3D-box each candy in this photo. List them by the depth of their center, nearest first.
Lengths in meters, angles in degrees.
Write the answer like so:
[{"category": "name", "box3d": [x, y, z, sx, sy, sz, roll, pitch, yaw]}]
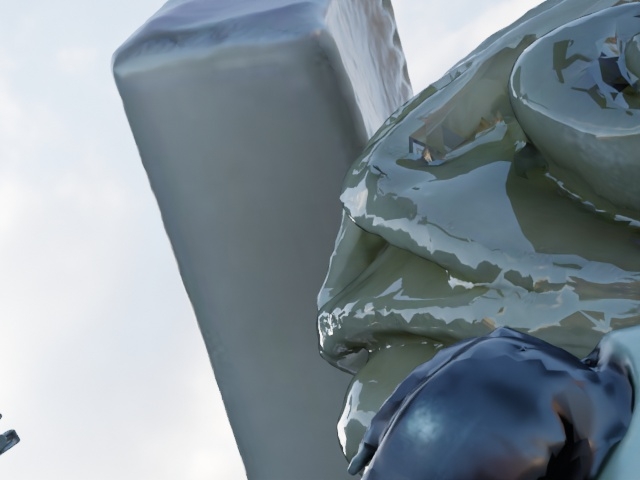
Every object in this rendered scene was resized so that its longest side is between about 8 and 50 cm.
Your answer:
[{"category": "candy", "box3d": [-0.002, 0.001, 0.910, 0.145, 0.208, 0.358, -10, -64, 13]}]

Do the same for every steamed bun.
[{"category": "steamed bun", "box3d": [0.179, 0.015, 0.608, 0.352, 0.339, 0.247, -40, -24, -28]}]

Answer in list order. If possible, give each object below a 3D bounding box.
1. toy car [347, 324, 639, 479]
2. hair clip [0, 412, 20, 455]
[{"category": "toy car", "box3d": [0.093, 0.149, 0.358, 0.190, 0.188, 0.255, 12, -77, -53]}, {"category": "hair clip", "box3d": [-0.218, 0.146, 0.847, 0.039, 0.030, 0.115, -15, 26, 34]}]
